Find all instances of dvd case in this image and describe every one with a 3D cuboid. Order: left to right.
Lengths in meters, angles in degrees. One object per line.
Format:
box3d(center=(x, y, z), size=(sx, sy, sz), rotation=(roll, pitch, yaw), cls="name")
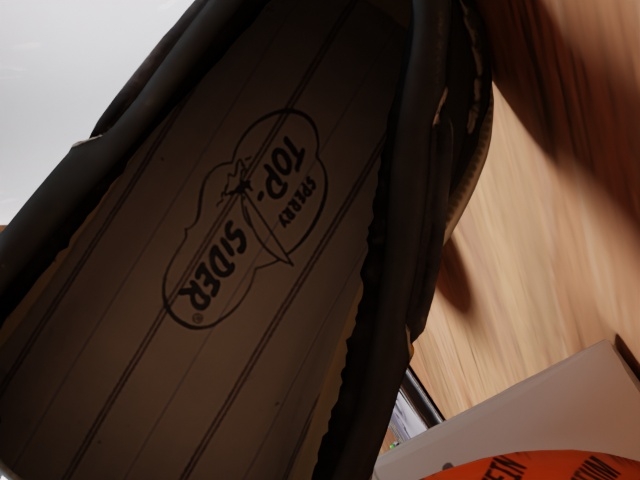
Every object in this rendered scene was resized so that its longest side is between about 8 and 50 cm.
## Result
box3d(center=(0.083, 0.155, 1.074), size=(0.221, 0.018, 0.164), rotation=(57, 173, 32), cls="dvd case")

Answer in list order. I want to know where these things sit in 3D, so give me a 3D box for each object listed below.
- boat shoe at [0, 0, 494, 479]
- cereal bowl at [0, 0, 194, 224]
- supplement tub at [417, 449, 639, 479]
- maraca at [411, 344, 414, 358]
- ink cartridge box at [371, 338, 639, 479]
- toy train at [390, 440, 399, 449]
box3d(center=(-0.051, 0.057, 0.415), size=(0.127, 0.340, 0.113), rotation=(32, 165, 9), cls="boat shoe")
box3d(center=(-0.163, -0.141, 0.559), size=(0.339, 0.338, 0.141), rotation=(72, -161, -60), cls="cereal bowl")
box3d(center=(0.096, 0.192, 0.275), size=(0.207, 0.207, 0.338), rotation=(65, 172, -32), cls="supplement tub")
box3d(center=(0.000, 0.000, 0.723), size=(0.127, 0.099, 0.186), rotation=(-132, 41, -52), cls="maraca")
box3d(center=(0.020, 0.151, 0.564), size=(0.100, 0.237, 0.172), rotation=(61, 175, 23), cls="ink cartridge box")
box3d(center=(0.077, 0.190, 1.279), size=(0.083, 0.017, 0.024), rotation=(62, -176, -9), cls="toy train")
